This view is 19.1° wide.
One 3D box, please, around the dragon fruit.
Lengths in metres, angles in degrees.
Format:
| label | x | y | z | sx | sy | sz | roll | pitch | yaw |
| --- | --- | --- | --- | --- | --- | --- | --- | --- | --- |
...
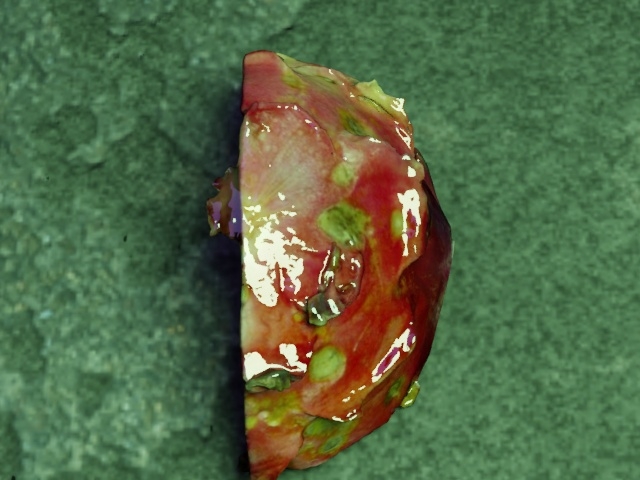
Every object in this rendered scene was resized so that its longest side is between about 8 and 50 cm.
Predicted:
| label | x | y | z | sx | sy | sz | roll | pitch | yaw |
| --- | --- | --- | --- | --- | --- | --- | --- | --- | --- |
| dragon fruit | 0.010 | -0.003 | 1.063 | 0.126 | 0.161 | 0.274 | -2 | 63 | 6 |
